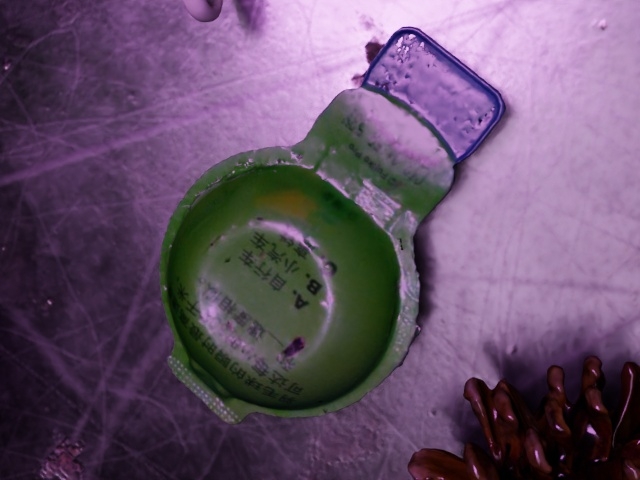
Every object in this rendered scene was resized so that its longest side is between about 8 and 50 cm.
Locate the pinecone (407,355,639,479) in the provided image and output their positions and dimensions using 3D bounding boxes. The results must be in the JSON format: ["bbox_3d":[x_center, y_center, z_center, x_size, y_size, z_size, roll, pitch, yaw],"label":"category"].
[{"bbox_3d":[0.160,0.156,0.641,0.195,0.179,0.150,-16,69,29],"label":"pinecone"}]

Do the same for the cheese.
[{"bbox_3d":[0.000,0.000,0.708,0.204,0.083,0.320,41,107,9],"label":"cheese"}]

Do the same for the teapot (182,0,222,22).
[{"bbox_3d":[-0.097,-0.275,0.688,0.159,0.116,0.245,-15,90,3],"label":"teapot"}]
